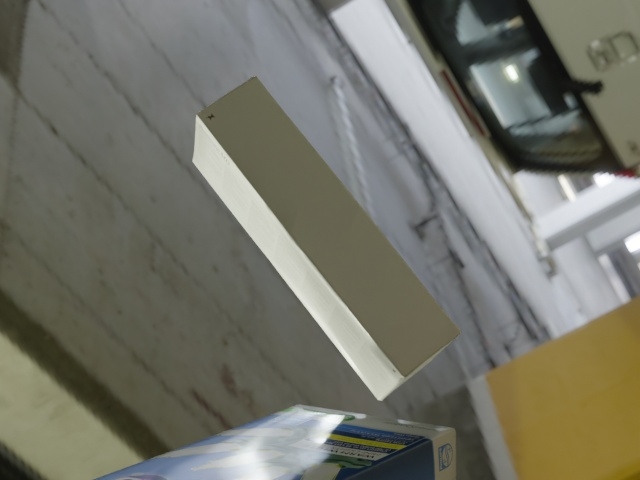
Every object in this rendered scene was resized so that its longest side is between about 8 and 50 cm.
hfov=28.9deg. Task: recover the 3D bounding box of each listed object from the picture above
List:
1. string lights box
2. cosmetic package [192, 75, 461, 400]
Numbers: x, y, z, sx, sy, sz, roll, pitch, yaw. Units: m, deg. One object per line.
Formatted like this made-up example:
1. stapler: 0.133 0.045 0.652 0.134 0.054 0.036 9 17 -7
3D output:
1. string lights box: -0.034 0.170 0.758 0.259 0.133 0.077 -9 -80 -57
2. cosmetic package: 0.000 0.000 0.917 0.239 0.060 0.099 52 166 8
